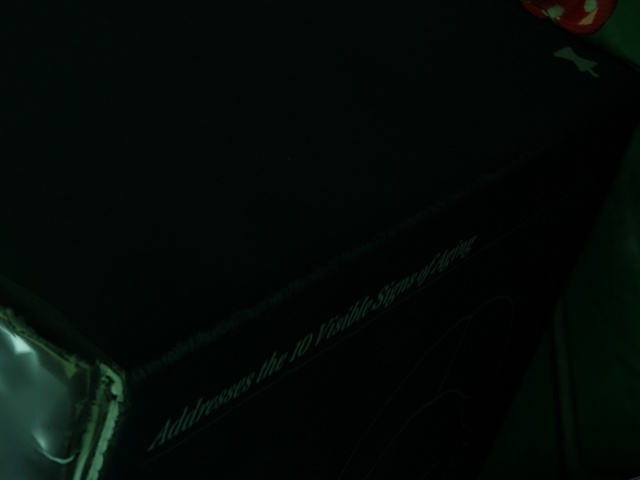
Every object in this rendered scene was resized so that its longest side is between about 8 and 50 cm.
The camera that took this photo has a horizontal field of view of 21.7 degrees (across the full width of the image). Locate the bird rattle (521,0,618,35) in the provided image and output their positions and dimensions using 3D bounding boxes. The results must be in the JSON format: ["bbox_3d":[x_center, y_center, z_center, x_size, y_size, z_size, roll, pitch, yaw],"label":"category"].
[{"bbox_3d":[0.204,-0.143,0.766,0.253,0.143,0.207,45,104,9],"label":"bird rattle"}]

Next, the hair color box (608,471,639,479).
[{"bbox_3d":[0.178,0.297,0.874,0.185,0.110,0.339,139,115,-68],"label":"hair color box"}]

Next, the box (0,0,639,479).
[{"bbox_3d":[-0.118,0.098,0.878,0.297,0.480,0.472,34,122,20],"label":"box"}]
